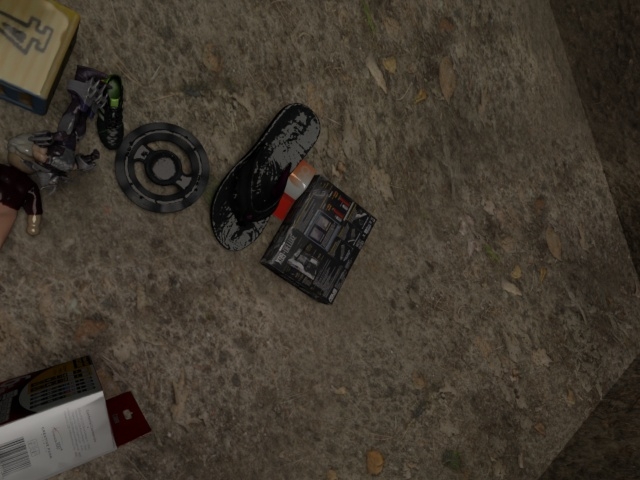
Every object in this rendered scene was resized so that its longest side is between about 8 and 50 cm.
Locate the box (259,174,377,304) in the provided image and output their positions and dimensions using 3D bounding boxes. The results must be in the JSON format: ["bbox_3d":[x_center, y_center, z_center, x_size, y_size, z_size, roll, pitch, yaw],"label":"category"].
[{"bbox_3d":[0.000,0.000,1.470,0.242,0.076,0.308,35,75,-25],"label":"box"}]

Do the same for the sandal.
[{"bbox_3d":[-0.150,-0.173,1.333,0.167,0.107,0.446,31,89,-25],"label":"sandal"}]

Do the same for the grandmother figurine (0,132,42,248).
[{"bbox_3d":[-0.699,-0.087,1.071,0.208,0.104,0.343,46,65,-52],"label":"grandmother figurine"}]

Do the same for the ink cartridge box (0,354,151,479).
[{"bbox_3d":[-0.530,0.354,1.052,0.271,0.309,0.130,-15,99,-29],"label":"ink cartridge box"}]

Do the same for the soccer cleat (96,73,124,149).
[{"bbox_3d":[-0.497,-0.307,1.184,0.060,0.072,0.179,1,91,-29],"label":"soccer cleat"}]

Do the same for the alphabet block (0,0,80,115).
[{"bbox_3d":[-0.637,-0.404,1.038,0.193,0.192,0.197,23,80,-30],"label":"alphabet block"}]

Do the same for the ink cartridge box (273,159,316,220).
[{"bbox_3d":[-0.113,-0.170,1.421,0.145,0.045,0.179,35,72,-25],"label":"ink cartridge box"}]

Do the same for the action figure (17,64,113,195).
[{"bbox_3d":[-0.543,-0.231,1.080,0.099,0.185,0.285,19,84,-1],"label":"action figure"}]

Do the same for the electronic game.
[{"bbox_3d":[-0.396,-0.183,1.258,0.229,0.048,0.230,1,88,-22],"label":"electronic game"}]
